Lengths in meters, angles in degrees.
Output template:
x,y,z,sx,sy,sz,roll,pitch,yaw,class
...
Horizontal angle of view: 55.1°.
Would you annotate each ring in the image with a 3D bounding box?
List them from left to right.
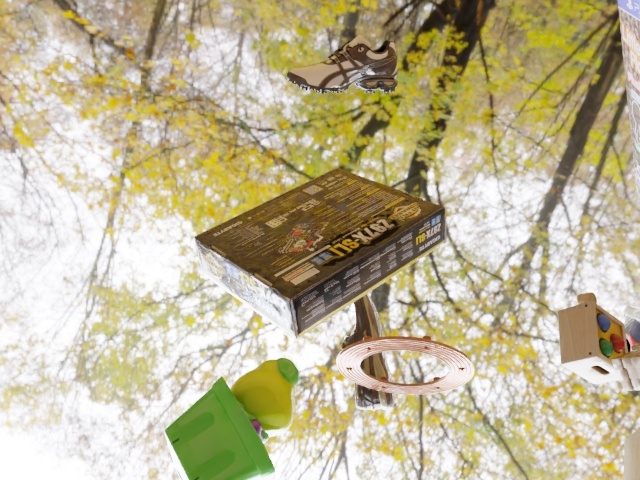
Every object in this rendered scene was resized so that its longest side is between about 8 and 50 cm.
x,y,z,sx,sy,sz,roll,pitch,yaw,class
0.207,0.305,1.514,0.336,0.337,0.032,10,-123,-5,ring

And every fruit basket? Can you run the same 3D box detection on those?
x,y,z,sx,sy,sz,roll,pitch,yaw,class
-0.167,0.459,1.462,0.392,0.392,0.283,-16,-123,-36,fruit basket

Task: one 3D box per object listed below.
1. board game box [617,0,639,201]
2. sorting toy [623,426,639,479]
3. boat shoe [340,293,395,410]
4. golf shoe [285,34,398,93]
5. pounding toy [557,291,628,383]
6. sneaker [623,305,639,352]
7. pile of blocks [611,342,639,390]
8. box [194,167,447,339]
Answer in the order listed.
x,y,z,sx,sy,sz,roll,pitch,yaw,class
0.473,-0.160,0.657,0.232,0.291,0.141,-16,-150,14,board game box
0.483,0.269,0.738,0.089,0.255,0.257,34,-149,12,sorting toy
0.117,0.308,1.747,0.130,0.132,0.356,-14,-110,8,boat shoe
0.036,-0.292,1.012,0.198,0.094,0.077,-8,-151,-22,golf shoe
0.606,0.194,1.326,0.181,0.094,0.206,30,-127,-27,pounding toy
0.852,0.265,1.636,0.131,0.148,0.350,26,-176,25,sneaker
0.714,0.247,1.229,0.362,0.149,0.113,-7,-102,-50,pile of blocks
0.000,0.000,0.986,0.322,0.079,0.257,-30,-141,-31,box
